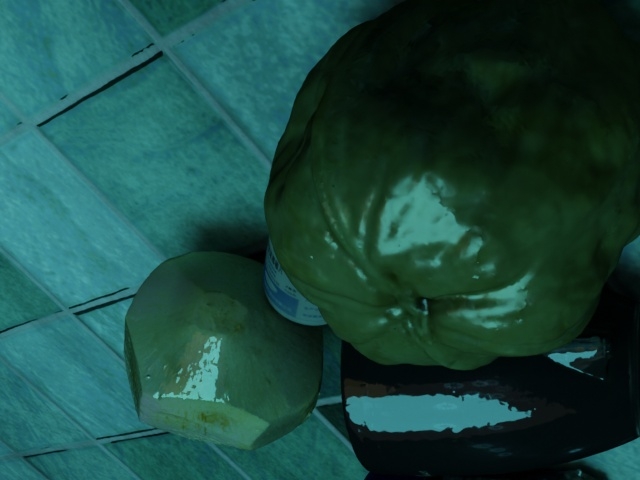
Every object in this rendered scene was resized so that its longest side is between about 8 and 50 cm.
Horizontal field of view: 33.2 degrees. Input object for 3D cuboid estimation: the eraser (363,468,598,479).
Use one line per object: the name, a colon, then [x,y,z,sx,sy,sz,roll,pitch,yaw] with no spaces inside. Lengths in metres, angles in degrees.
eraser: [0.204,0.353,1.329,0.332,0.101,0.155,-8,129,36]

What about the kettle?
kettle: [0.194,0.126,1.032,0.290,0.207,0.268,-3,161,18]

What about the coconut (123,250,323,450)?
coconut: [-0.103,0.116,1.160,0.237,0.197,0.237,17,152,10]

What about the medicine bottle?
medicine bottle: [0.000,0.000,1.052,0.105,0.105,0.168,23,142,8]

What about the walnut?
walnut: [0.102,-0.048,0.796,0.253,0.277,0.282,29,155,-13]
